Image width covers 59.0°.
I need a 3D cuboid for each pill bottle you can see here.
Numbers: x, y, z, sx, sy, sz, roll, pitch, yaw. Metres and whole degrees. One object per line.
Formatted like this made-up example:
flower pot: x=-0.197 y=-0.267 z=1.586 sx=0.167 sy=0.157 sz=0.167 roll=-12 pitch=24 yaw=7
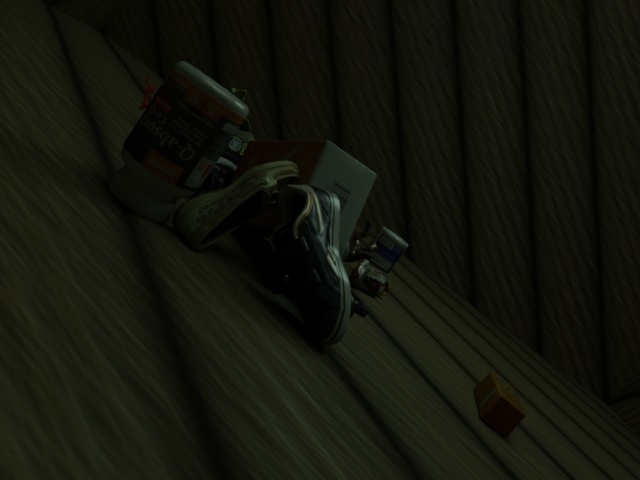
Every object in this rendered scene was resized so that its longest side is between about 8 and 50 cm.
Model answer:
pill bottle: x=0.202 y=0.057 z=1.923 sx=0.112 sy=0.187 sz=0.112 roll=35 pitch=9 yaw=-7
pill bottle: x=-0.274 y=-0.183 z=1.079 sx=0.162 sy=0.278 sz=0.162 roll=35 pitch=9 yaw=-6

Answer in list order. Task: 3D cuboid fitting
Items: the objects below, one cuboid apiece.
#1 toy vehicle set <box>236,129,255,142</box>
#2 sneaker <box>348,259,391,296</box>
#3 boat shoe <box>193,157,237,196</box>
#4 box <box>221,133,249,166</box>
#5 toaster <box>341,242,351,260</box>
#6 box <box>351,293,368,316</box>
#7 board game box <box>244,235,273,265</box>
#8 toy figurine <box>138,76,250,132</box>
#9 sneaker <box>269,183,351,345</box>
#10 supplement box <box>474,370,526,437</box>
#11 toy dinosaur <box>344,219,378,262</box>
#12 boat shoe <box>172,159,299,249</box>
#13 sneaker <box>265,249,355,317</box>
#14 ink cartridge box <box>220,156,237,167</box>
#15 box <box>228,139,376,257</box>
toy vehicle set: x=-0.270 y=-0.288 z=1.843 sx=0.166 sy=0.035 sz=0.267 roll=17 pitch=-15 yaw=14
sneaker: x=0.160 y=0.122 z=1.757 sx=0.093 sy=0.088 sz=0.225 roll=44 pitch=13 yaw=27
boat shoe: x=-0.292 y=-0.154 z=1.419 sx=0.102 sy=0.108 sz=0.301 roll=45 pitch=17 yaw=28
box: x=-0.270 y=-0.249 z=1.787 sx=0.216 sy=0.060 sz=0.270 roll=30 pitch=-17 yaw=-33
toaster: x=0.000 y=0.000 z=1.672 sx=0.227 sy=0.129 sz=0.146 roll=36 pitch=13 yaw=-12
box: x=0.083 y=0.161 z=1.482 sx=0.067 sy=0.018 sz=0.083 roll=33 pitch=10 yaw=-24
board game box: x=-0.095 y=0.045 z=1.389 sx=0.126 sy=0.026 sz=0.186 roll=40 pitch=10 yaw=22
toy figurine: x=-0.444 y=-0.425 z=1.912 sx=0.362 sy=0.191 sz=0.217 roll=-4 pitch=6 yaw=-28
sneaker: x=-0.029 y=0.039 z=1.081 sx=0.127 sy=0.126 sz=0.321 roll=16 pitch=56 yaw=-36
supplement box: x=0.443 y=0.401 z=1.413 sx=0.078 sy=0.080 sz=0.233 roll=39 pitch=7 yaw=7
toy dinosaur: x=0.061 y=-0.007 z=1.836 sx=0.296 sy=0.200 sz=0.127 roll=58 pitch=-9 yaw=32
boat shoe: x=-0.152 y=-0.069 z=1.141 sx=0.089 sy=0.285 sz=0.104 roll=49 pitch=-23 yaw=26
sneaker: x=-0.036 y=0.101 z=1.213 sx=0.228 sy=0.086 sz=0.132 roll=43 pitch=28 yaw=12
ink cartridge box: x=-0.339 y=-0.215 z=1.601 sx=0.219 sy=0.093 sz=0.160 roll=32 pitch=9 yaw=-25
box: x=-0.068 y=-0.110 z=1.363 sx=0.168 sy=0.215 sz=0.345 roll=29 pitch=-10 yaw=-36
